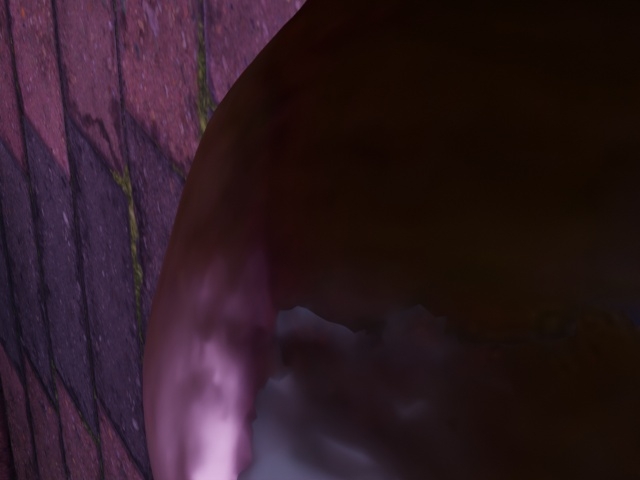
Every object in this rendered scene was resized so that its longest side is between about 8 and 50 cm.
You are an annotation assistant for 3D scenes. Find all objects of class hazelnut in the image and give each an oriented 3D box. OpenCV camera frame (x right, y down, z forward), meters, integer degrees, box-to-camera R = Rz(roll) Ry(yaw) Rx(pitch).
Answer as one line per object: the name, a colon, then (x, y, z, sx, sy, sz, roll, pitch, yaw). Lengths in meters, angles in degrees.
hazelnut: (0.107, 0.063, 0.489, 0.366, 0.365, 0.366, 45, 143, 49)
